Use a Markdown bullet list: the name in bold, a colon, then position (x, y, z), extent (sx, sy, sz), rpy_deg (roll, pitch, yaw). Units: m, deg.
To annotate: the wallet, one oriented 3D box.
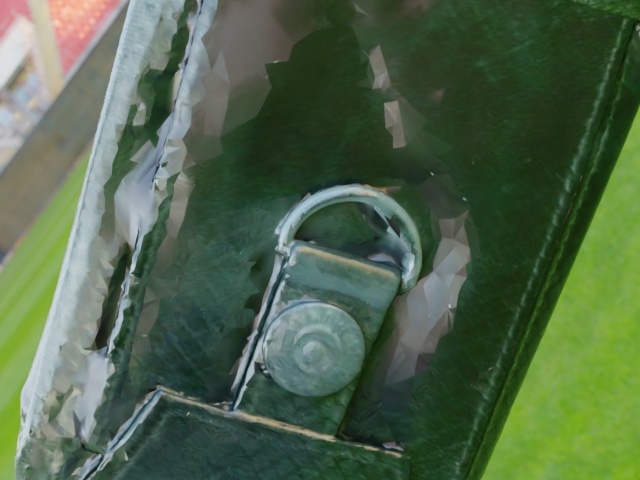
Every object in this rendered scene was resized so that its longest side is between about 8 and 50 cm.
- **wallet**: position (0.000, 0.001, 0.454), extent (0.055, 0.160, 0.236), rpy_deg (-86, 14, -67)
